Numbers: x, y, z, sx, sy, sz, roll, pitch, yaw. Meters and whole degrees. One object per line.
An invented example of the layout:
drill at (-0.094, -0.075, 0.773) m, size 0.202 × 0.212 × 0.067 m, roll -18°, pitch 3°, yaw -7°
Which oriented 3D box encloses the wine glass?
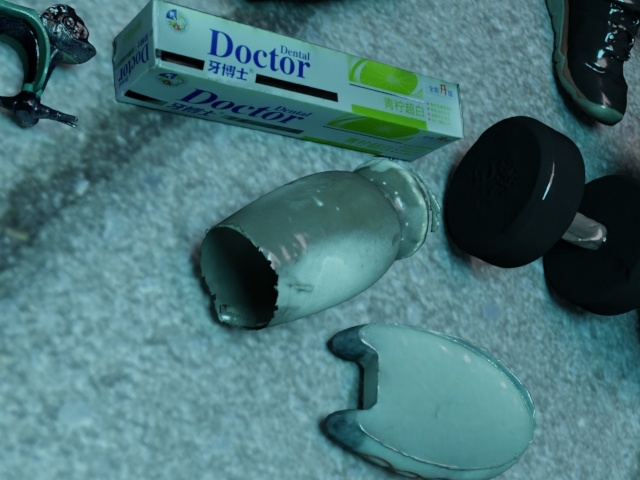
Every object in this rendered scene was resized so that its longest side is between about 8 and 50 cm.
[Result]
wine glass at (0.000, 0.000, 0.706) m, size 0.204 × 0.111 × 0.111 m, roll -26°, pitch 89°, yaw -43°

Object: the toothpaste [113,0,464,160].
toothpaste at (-0.016, -0.136, 0.772) m, size 0.336 × 0.081 × 0.067 m, roll 6°, pitch 72°, yaw -36°

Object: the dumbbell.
dumbbell at (0.256, -0.023, 0.893) m, size 0.218 × 0.152 × 0.153 m, roll 23°, pitch 59°, yaw -29°

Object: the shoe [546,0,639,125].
shoe at (0.384, -0.289, 1.116) m, size 0.114 × 0.137 × 0.291 m, roll 13°, pitch 65°, yaw -33°

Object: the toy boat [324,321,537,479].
toy boat at (0.095, 0.151, 0.759) m, size 0.207 × 0.079 × 0.134 m, roll 15°, pitch 55°, yaw -21°

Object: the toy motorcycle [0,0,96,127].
toy motorcycle at (-0.246, -0.140, 0.608) m, size 0.173 × 0.058 × 0.100 m, roll 9°, pitch 74°, yaw -34°
